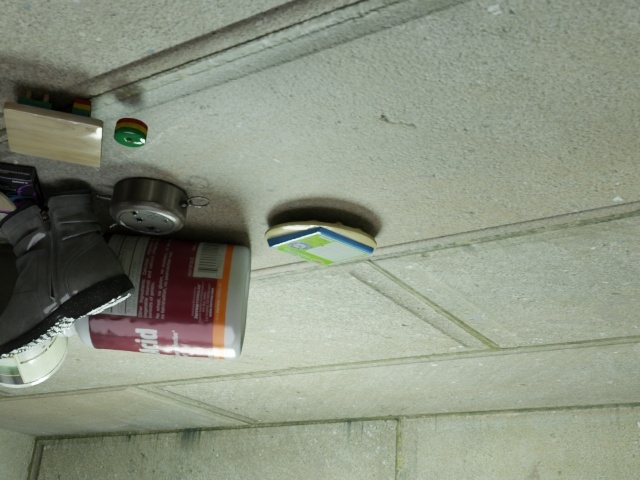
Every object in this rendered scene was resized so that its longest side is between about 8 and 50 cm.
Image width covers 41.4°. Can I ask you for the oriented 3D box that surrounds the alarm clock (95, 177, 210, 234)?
[{"bbox_3d":[-0.277,-0.056,1.452,0.192,0.064,0.129,-8,154,19],"label":"alarm clock"}]

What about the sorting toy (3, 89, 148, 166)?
[{"bbox_3d":[-0.391,-0.166,1.227,0.275,0.046,0.132,9,157,-12],"label":"sorting toy"}]

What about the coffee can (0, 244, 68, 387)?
[{"bbox_3d":[-0.654,0.166,1.800,0.202,0.201,0.275,6,146,-4],"label":"coffee can"}]

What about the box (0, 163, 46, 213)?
[{"bbox_3d":[-0.544,-0.087,1.465,0.116,0.029,0.162,8,156,-7],"label":"box"}]

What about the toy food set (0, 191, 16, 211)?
[{"bbox_3d":[-0.675,0.004,1.360,0.220,0.306,0.092,9,127,24],"label":"toy food set"}]

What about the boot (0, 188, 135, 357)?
[{"bbox_3d":[-0.508,0.063,1.475,0.338,0.222,0.118,-28,178,-1],"label":"boot"}]

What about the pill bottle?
[{"bbox_3d":[-0.337,0.103,1.624,0.392,0.224,0.224,5,157,-2],"label":"pill bottle"}]

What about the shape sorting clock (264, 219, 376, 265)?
[{"bbox_3d":[0.000,0.000,1.550,0.206,0.040,0.206,2,160,1],"label":"shape sorting clock"}]
